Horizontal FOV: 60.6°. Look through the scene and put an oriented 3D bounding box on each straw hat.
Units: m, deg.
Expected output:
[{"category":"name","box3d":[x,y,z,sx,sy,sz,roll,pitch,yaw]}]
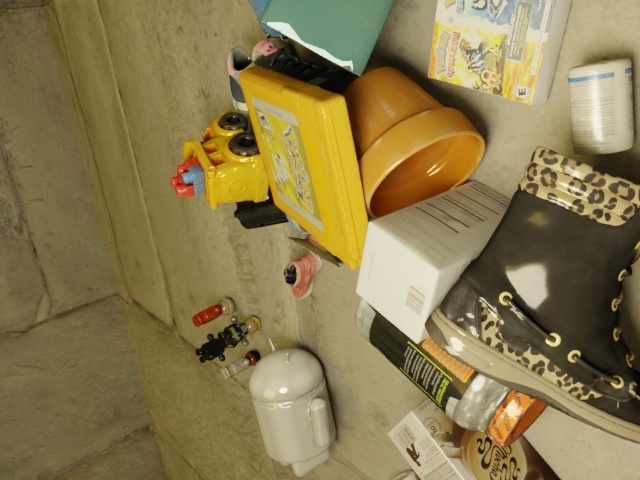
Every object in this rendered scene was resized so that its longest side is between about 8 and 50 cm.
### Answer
[{"category":"straw hat","box3d":[0.000,0.000,1.229,0.144,0.144,0.061,31,91,41]}]

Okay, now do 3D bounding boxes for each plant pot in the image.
[{"category":"plant pot","box3d":[0.041,-0.395,0.825,0.166,0.165,0.234,27,107,-8]},{"category":"plant pot","box3d":[0.123,-0.166,0.875,0.188,0.205,0.205,63,146,25]}]

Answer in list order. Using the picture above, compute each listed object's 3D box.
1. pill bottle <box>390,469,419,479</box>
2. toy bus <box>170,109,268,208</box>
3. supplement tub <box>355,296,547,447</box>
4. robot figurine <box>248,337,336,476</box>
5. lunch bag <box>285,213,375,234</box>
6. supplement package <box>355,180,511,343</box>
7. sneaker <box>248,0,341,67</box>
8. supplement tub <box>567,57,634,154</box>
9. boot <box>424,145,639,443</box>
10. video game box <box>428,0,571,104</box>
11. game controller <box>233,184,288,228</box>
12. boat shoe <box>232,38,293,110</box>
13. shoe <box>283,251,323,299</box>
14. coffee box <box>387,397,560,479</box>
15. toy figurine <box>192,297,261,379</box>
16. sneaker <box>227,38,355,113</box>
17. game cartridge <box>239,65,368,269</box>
[{"category":"pill bottle","box3d":[0.216,0.617,1.255,0.152,0.086,0.086,60,144,13]},{"category":"toy bus","box3d":[-0.245,-0.178,1.257,0.220,0.211,0.149,57,155,36]},{"category":"supplement tub","box3d":[0.225,0.174,0.914,0.316,0.193,0.193,41,137,34]},{"category":"robot figurine","box3d":[-0.075,0.435,1.447,0.300,0.200,0.353,7,113,50]},{"category":"lunch bag","box3d":[0.021,-0.140,1.093,0.303,0.115,0.243,-7,99,55]},{"category":"supplement package","box3d":[0.194,0.022,0.828,0.134,0.244,0.139,39,137,36]},{"category":"sneaker","box3d":[-0.039,-0.435,1.028,0.330,0.130,0.147,49,164,16]},{"category":"supplement tub","box3d":[0.347,-0.165,0.677,0.071,0.071,0.107,10,115,51]},{"category":"boot","box3d":[0.356,0.075,0.692,0.377,0.138,0.284,24,101,-1]},{"category":"video game box","box3d":[0.244,-0.311,0.759,0.187,0.048,0.205,34,132,43]},{"category":"game controller","box3d":[-0.133,-0.121,1.366,0.319,0.067,0.166,-7,88,54]},{"category":"boat shoe","box3d":[-0.127,-0.338,1.207,0.076,0.083,0.226,62,144,10]},{"category":"shoe","box3d":[-0.058,0.095,1.347,0.063,0.081,0.178,52,142,22]},{"category":"coffee box","box3d":[0.287,0.410,0.979,0.297,0.168,0.119,51,142,22]},{"category":"toy figurine","box3d":[-0.286,0.306,1.721,0.209,0.148,0.213,22,122,39]},{"category":"sneaker","box3d":[-0.072,-0.314,1.036,0.319,0.112,0.131,10,127,42]},{"category":"game cartridge","box3d":[-0.029,-0.130,0.921,0.324,0.053,0.285,42,151,55]}]
